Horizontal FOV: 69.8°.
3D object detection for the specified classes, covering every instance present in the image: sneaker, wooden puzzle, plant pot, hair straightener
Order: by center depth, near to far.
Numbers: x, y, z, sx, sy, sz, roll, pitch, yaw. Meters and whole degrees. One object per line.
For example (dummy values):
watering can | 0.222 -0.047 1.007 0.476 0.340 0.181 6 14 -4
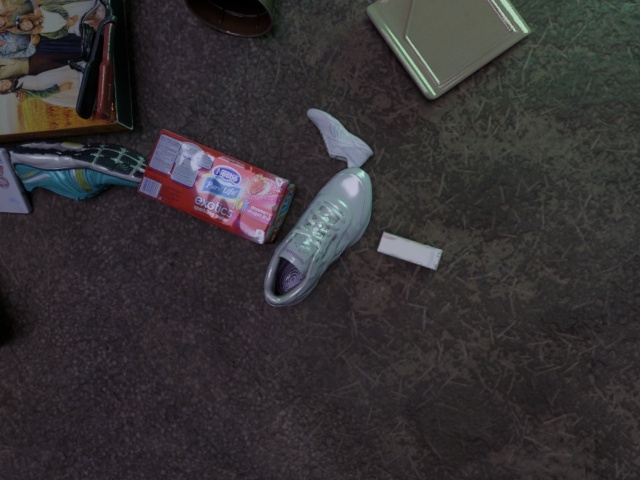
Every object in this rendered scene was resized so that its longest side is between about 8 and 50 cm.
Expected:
hair straightener | -0.417 -0.330 0.822 0.089 0.047 0.230 2 90 6
sneaker | 0.000 0.000 0.840 0.114 0.152 0.305 33 92 6
plant pot | -0.152 -0.499 0.854 0.167 0.167 0.165 11 83 5
wooden puzzle | 0.239 -0.413 0.871 0.239 0.044 0.220 -34 87 0
sneaker | 0.027 -0.195 0.885 0.152 0.054 0.061 41 97 3
sneaker | -0.469 -0.135 0.924 0.276 0.107 0.109 6 122 0

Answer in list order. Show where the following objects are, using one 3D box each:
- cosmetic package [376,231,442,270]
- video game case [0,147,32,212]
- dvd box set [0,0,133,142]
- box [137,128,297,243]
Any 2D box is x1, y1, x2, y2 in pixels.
cosmetic package | 0.166 0.019 0.870 0.115 0.060 0.041 18 91 4
video game case | -0.688 -0.122 0.933 0.157 0.019 0.143 3 126 5
dvd box set | -0.586 -0.352 0.896 0.421 0.062 0.307 -3 90 6
box | -0.187 -0.097 0.870 0.257 0.122 0.128 22 93 5
